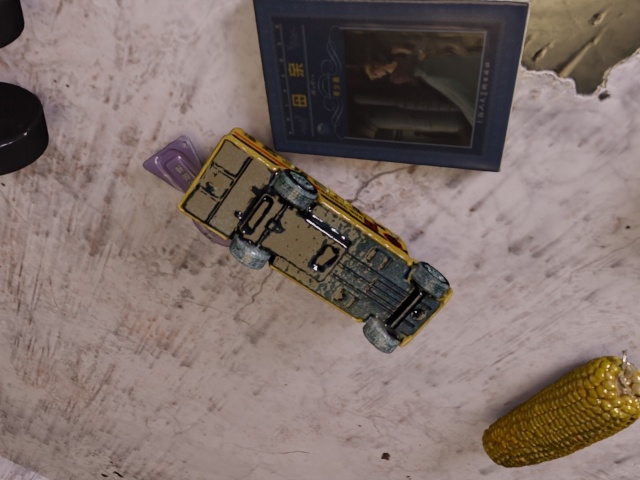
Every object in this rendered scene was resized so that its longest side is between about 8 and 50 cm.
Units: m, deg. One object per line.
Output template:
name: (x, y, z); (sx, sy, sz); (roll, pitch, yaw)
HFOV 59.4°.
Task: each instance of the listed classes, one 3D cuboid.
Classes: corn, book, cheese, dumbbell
corn: (0.363, 0.267, 0.839); (0.101, 0.101, 0.310); (27, 133, -5)
book: (0.068, -0.166, 0.599); (0.269, 0.025, 0.191); (8, 133, 13)
cheese: (-0.150, -0.053, 0.770); (0.105, 0.042, 0.191); (-23, 119, 33)
dumbbell: (-0.417, -0.198, 0.657); (0.152, 0.152, 0.218); (17, 134, 4)

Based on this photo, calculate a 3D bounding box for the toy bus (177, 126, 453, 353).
toy bus: (0.000, 0.000, 0.700); (0.335, 0.123, 0.121); (33, 108, -13)
